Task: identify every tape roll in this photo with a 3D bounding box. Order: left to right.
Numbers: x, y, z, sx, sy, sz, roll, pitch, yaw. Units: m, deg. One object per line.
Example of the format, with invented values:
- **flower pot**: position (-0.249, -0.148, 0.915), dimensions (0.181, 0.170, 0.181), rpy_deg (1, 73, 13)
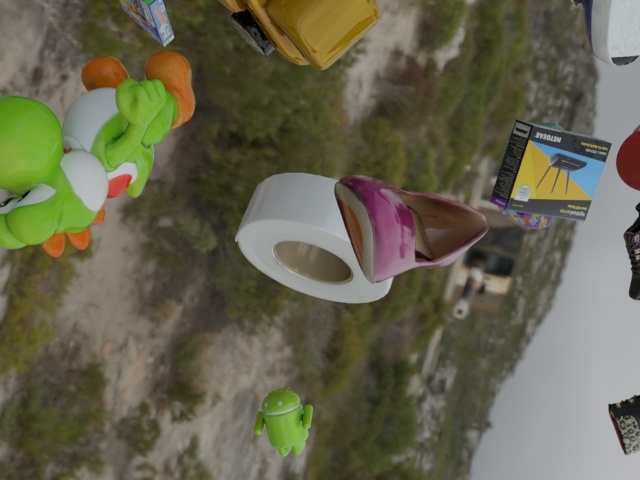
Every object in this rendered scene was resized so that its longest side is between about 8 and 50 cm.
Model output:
- **tape roll**: position (0.000, 0.000, 1.646), dimensions (0.286, 0.286, 0.100), rpy_deg (93, 16, -64)

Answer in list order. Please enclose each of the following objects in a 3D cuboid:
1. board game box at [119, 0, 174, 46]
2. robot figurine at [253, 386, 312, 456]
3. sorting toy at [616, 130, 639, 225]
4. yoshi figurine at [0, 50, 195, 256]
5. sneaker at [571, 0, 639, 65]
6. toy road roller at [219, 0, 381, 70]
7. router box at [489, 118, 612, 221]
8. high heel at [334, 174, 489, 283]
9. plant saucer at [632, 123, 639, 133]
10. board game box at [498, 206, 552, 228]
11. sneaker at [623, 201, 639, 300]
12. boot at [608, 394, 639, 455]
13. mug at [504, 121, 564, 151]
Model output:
- **board game box**: position (-0.385, -0.508, 2.008), dimensions (0.035, 0.136, 0.201), rpy_deg (-46, 173, -10)
- **robot figurine**: position (-0.059, 0.299, 1.561), dimensions (0.067, 0.101, 0.115), rpy_deg (-34, 113, -68)
- **sorting toy**: position (0.634, -0.017, 1.704), dimensions (0.126, 0.127, 0.365), rpy_deg (16, 64, -58)
- **yoshi figurine**: position (-0.302, -0.142, 1.147), dimensions (0.203, 0.203, 0.362), rpy_deg (-54, -175, 39)
- **sneaker**: position (0.366, -0.421, 1.324), dimensions (0.236, 0.130, 0.322), rpy_deg (25, -61, 52)
- **toy road roller**: position (-0.047, -0.410, 1.442), dimensions (0.202, 0.240, 0.329), rpy_deg (-43, 140, -3)
- **router box**: position (0.356, -0.105, 1.444), dimensions (0.046, 0.179, 0.133), rpy_deg (35, -66, 52)
- **high heel**: position (0.120, -0.030, 1.093), dimensions (0.377, 0.181, 0.127), rpy_deg (46, 25, -85)
- **plant saucer**: position (0.867, -0.165, 2.147), dimensions (0.084, 0.332, 0.332), rpy_deg (-53, -169, 45)
- **board game box**: position (0.510, -0.106, 2.270), dimensions (0.033, 0.133, 0.168), rpy_deg (103, 13, -55)
- **sneaker**: position (0.544, 0.013, 1.587), dimensions (0.072, 0.077, 0.178), rpy_deg (-176, -80, -78)
- **boot**: position (0.626, 0.278, 1.761), dimensions (0.085, 0.179, 0.236), rpy_deg (46, 29, -76)
- **mug**: position (0.470, -0.187, 2.084), dimensions (0.158, 0.097, 0.129), rpy_deg (-36, -110, 61)
